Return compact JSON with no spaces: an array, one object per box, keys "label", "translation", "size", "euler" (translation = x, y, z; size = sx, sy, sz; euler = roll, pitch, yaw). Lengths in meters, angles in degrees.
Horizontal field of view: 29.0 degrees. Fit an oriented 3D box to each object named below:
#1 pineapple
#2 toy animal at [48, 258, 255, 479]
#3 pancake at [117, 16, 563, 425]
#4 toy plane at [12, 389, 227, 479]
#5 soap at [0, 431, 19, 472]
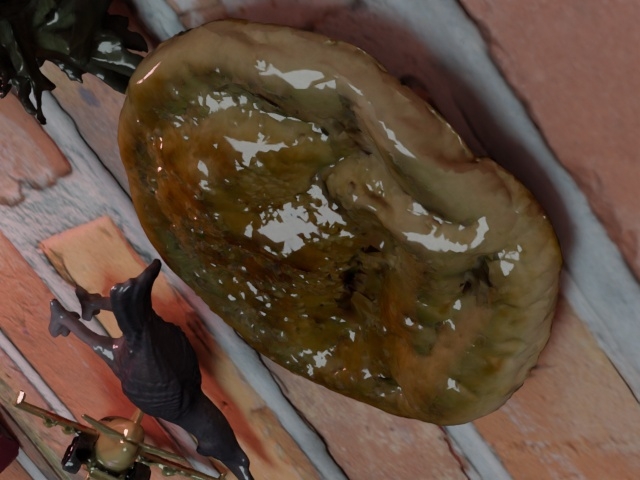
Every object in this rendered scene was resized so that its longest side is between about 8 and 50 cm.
[{"label":"pineapple","translation":[-0.283,-0.175,0.966],"size":[0.340,0.169,0.169],"euler":[23,141,16]},{"label":"toy animal","translation":[-0.175,0.101,1.184],"size":[0.206,0.081,0.367],"euler":[27,153,32]},{"label":"pancake","translation":[-0.001,0.000,0.911],"size":[0.387,0.082,0.387],"euler":[26,147,18]},{"label":"toy plane","translation":[-0.231,0.229,1.365],"size":[0.242,0.104,0.256],"euler":[24,152,-13]},{"label":"soap","translation":[-0.621,0.303,1.732],"size":[0.359,0.233,0.128],"euler":[5,128,43]}]
